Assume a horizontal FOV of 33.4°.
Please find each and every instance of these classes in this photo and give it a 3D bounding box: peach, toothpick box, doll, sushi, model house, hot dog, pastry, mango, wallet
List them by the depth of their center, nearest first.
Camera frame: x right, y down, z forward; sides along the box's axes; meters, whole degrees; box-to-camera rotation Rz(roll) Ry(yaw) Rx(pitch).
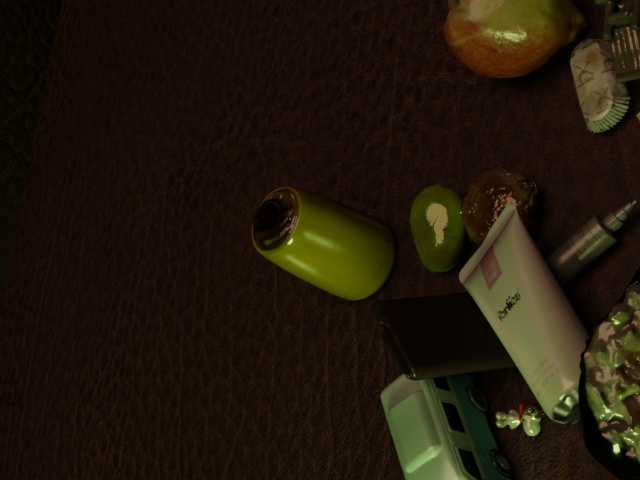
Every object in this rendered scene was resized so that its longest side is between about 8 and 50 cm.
[{"bbox_3d":[0.519,0.190,1.387,0.328,0.285,0.329,36,96,21],"label":"sushi"},{"bbox_3d":[0.329,0.288,1.740,0.085,0.040,0.058,15,93,50],"label":"doll"},{"bbox_3d":[0.559,-0.357,1.744,0.229,0.122,0.188,-10,66,42],"label":"model house"},{"bbox_3d":[0.220,0.157,1.799,0.182,0.229,0.049,-116,28,-45],"label":"wallet"},{"bbox_3d":[0.481,-0.274,1.844,0.099,0.053,0.192,-33,46,32],"label":"hot dog"},{"bbox_3d":[0.317,-0.054,1.889,0.153,0.081,0.153,-21,56,35],"label":"pastry"},{"bbox_3d":[0.356,-0.411,1.939,0.232,0.256,0.233,-173,90,-89],"label":"peach"},{"bbox_3d":[0.227,-0.025,1.979,0.117,0.089,0.163,-28,65,32],"label":"mango"},{"bbox_3d":[0.000,0.000,2.063,0.175,0.271,0.175,-24,55,39],"label":"toothpick box"}]

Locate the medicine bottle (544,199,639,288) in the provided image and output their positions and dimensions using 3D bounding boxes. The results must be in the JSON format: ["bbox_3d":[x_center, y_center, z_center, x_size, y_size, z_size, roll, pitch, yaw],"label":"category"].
[{"bbox_3d":[0.442,0.002,1.741,0.199,0.057,0.058,-45,44,23],"label":"medicine bottle"}]

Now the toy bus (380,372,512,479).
[{"bbox_3d":[0.204,0.342,1.748,0.133,0.164,0.271,-41,45,26],"label":"toy bus"}]

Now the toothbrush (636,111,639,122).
[{"bbox_3d":[0.573,-0.091,1.667,0.030,0.025,0.342,-46,43,32],"label":"toothbrush"}]

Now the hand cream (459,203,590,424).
[{"bbox_3d":[0.341,0.125,1.714,0.359,0.118,0.186,62,139,37],"label":"hand cream"}]
